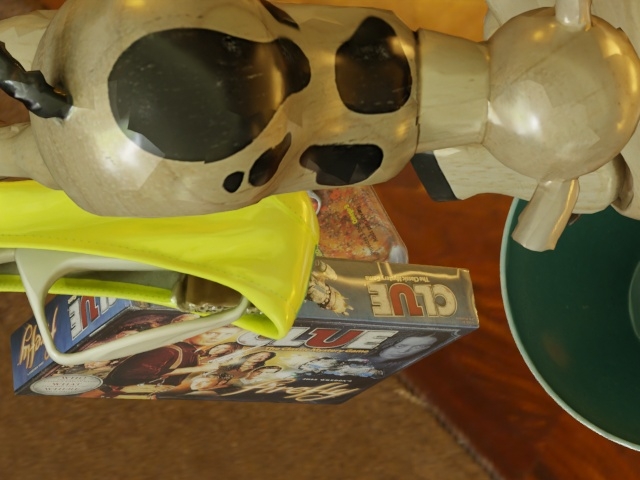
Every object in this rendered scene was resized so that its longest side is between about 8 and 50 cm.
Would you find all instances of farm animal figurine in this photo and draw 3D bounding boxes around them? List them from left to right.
[{"bbox_3d":[0.065,-0.104,0.474,0.327,0.172,0.330,42,63,-43],"label":"farm animal figurine"}]

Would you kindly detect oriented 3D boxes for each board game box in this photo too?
[{"bbox_3d":[-0.047,0.057,0.975,0.243,0.165,0.042,5,65,-32],"label":"board game box"}]

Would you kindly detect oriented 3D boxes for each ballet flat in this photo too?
[{"bbox_3d":[-0.115,0.008,0.579,0.231,0.077,0.077,1,74,-6],"label":"ballet flat"}]

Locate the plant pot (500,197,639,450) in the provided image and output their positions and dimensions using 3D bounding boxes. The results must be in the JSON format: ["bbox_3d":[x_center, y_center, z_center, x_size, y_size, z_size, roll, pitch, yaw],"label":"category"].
[{"bbox_3d":[0.305,0.034,1.253,0.195,0.290,0.290,32,54,-69],"label":"plant pot"}]

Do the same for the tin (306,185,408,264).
[{"bbox_3d":[0.000,0.000,1.195,0.106,0.040,0.189,-35,141,-3],"label":"tin"}]
